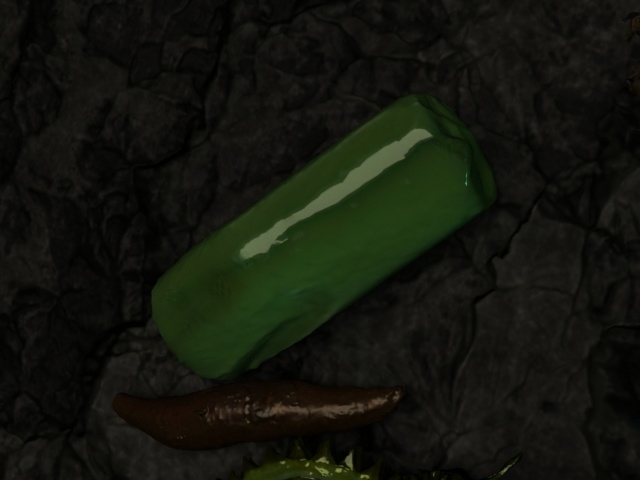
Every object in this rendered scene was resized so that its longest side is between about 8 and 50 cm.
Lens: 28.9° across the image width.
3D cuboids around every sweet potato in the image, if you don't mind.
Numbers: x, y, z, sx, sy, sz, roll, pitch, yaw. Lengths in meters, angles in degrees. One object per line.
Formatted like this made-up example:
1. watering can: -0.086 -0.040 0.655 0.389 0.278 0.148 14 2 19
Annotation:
1. sweet potato: -0.067 0.165 1.195 0.314 0.072 0.066 -9 81 22

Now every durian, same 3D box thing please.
1. durian: 0.002 0.241 1.145 0.375 0.106 0.132 -8 87 25

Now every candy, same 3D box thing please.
1. candy: 0.000 0.000 1.152 0.343 0.142 0.132 -36 86 15

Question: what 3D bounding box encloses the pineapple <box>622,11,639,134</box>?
1. pineapple: 0.399 -0.131 0.919 0.352 0.300 0.352 -3 83 22
